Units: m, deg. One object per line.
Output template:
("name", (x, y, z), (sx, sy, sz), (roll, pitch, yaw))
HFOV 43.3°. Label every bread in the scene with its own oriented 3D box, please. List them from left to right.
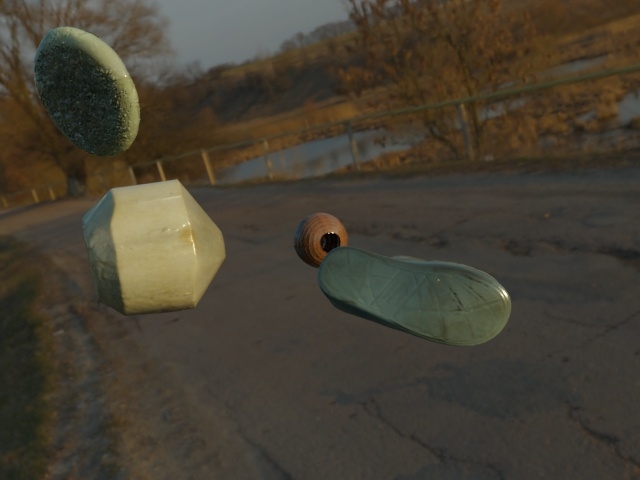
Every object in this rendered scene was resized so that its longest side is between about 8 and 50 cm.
("bread", (-0.452, -0.278, 1.535), (0.267, 0.267, 0.040), (-8, 23, 40))

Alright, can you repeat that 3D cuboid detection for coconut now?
("coconut", (-0.361, 0.017, 1.779), (0.323, 0.323, 0.323), (-16, 10, 3))

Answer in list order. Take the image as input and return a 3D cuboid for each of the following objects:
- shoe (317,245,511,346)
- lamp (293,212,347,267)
("shoe", (0.123, 0.069, 1.052), (0.251, 0.103, 0.100), (14, -1, 17))
("lamp", (0.000, 0.000, 1.972), (0.136, 0.136, 0.136), (-16, 10, 3))
